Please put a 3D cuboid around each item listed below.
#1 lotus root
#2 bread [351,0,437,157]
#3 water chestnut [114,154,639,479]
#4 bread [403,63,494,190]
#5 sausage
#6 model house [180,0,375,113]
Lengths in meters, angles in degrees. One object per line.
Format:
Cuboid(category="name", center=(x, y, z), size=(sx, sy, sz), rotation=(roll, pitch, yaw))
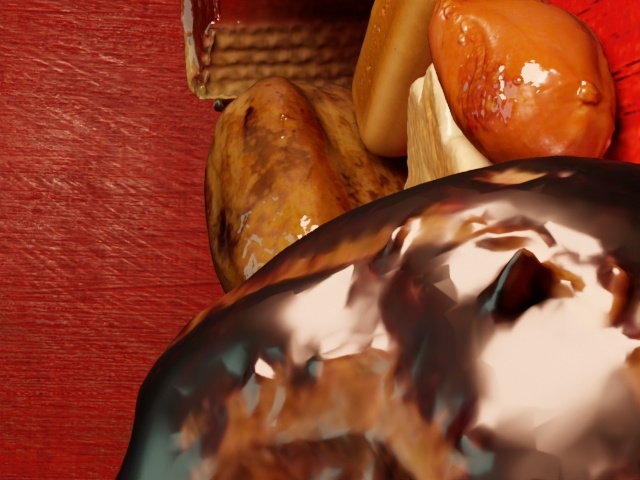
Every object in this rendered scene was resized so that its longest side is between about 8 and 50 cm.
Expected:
Cuboid(category="lotus root", center=(-0.007, 0.005, 1.167), size=(0.193, 0.193, 0.291), rotation=(103, 159, -50))
Cuboid(category="bread", center=(0.078, -0.156, 1.043), size=(0.239, 0.074, 0.093), rotation=(108, 158, -59))
Cuboid(category="water chestnut", center=(0.081, 0.114, 0.471), size=(0.300, 0.300, 0.300), rotation=(-177, 90, -82))
Cuboid(category="bread", center=(0.090, 0.036, 0.892), size=(0.316, 0.054, 0.316), rotation=(176, 90, -87))
Cuboid(category="sausage", center=(0.109, -0.094, 0.771), size=(0.179, 0.089, 0.089), rotation=(-104, 19, -55))
Cuboid(category="model house", center=(-0.036, -0.247, 1.396), size=(0.160, 0.196, 0.254), rotation=(-124, 35, -59))
